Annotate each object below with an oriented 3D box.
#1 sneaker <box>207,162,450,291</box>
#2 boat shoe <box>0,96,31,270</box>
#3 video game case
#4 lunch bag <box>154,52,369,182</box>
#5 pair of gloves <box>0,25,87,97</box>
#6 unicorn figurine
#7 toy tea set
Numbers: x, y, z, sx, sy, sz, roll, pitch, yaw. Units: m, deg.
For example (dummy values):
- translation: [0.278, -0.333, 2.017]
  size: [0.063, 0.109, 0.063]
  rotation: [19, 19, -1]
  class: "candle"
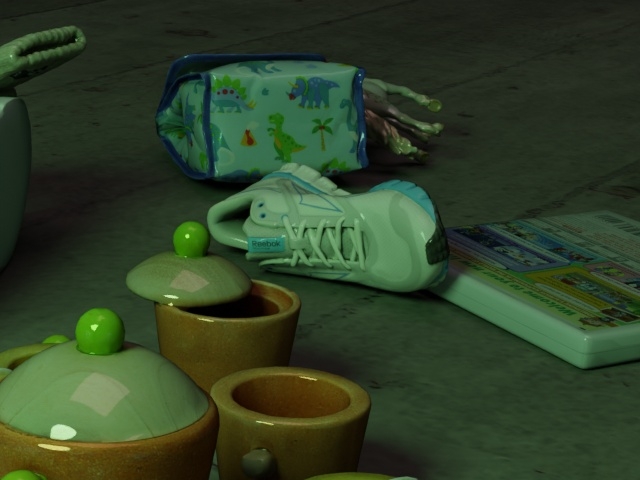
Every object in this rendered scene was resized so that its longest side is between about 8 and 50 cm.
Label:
- translation: [0.000, 0.000, 1.227]
  size: [0.083, 0.071, 0.191]
  rotation: [-17, 16, -36]
  class: "sneaker"
- translation: [-0.246, -0.014, 1.152]
  size: [0.102, 0.108, 0.301]
  rotation: [7, 23, 7]
  class: "boat shoe"
- translation: [0.170, 0.025, 1.232]
  size: [0.193, 0.023, 0.212]
  rotation: [-7, 19, -32]
  class: "video game case"
- translation: [-0.046, -0.091, 1.485]
  size: [0.129, 0.096, 0.151]
  rotation: [-2, 2, -17]
  class: "lunch bag"
- translation: [-0.284, -0.072, 1.230]
  size: [0.204, 0.042, 0.240]
  rotation: [-28, -2, 44]
  class: "pair of gloves"
- translation: [0.038, -0.103, 1.575]
  size: [0.111, 0.060, 0.162]
  rotation: [20, 0, -4]
  class: "unicorn figurine"
- translation: [-0.061, 0.059, 0.878]
  size: [0.200, 0.124, 0.336]
  rotation: [-1, 17, -15]
  class: "toy tea set"
